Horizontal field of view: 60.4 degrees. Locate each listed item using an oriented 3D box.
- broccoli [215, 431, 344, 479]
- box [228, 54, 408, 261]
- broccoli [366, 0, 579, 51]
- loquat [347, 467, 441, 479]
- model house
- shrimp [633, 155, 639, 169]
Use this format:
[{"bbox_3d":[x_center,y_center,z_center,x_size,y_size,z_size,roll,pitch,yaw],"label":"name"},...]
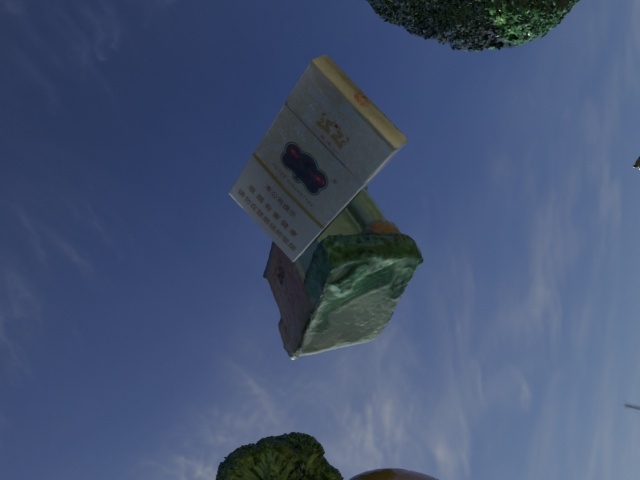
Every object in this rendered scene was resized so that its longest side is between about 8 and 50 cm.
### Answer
[{"bbox_3d":[-0.068,0.465,0.945,0.262,0.241,0.269,4,-67,-20],"label":"broccoli"},{"bbox_3d":[-0.010,-0.058,0.451,0.090,0.167,0.024,47,-134,4],"label":"box"},{"bbox_3d":[0.188,-0.360,0.625,0.308,0.308,0.275,3,-114,-48],"label":"broccoli"},{"bbox_3d":[0.092,0.344,0.527,0.244,0.244,0.243,-8,-80,-47],"label":"loquat"},{"bbox_3d":[0.000,0.000,1.013,0.194,0.324,0.267,-8,-41,-28],"label":"model house"},{"bbox_3d":[0.631,-0.181,0.913,0.048,0.223,0.126,17,-134,-26],"label":"shrimp"}]
